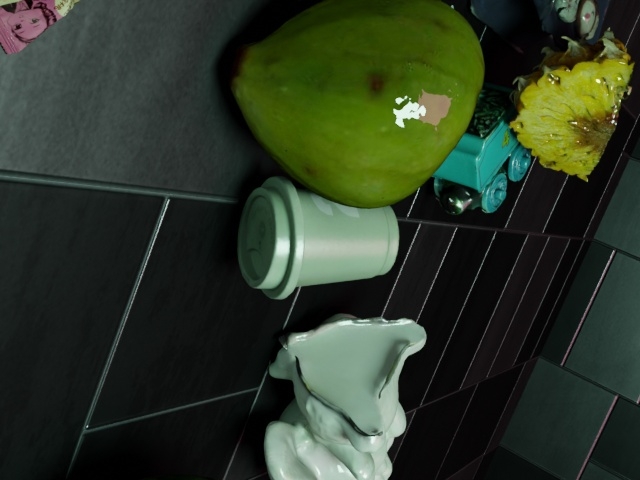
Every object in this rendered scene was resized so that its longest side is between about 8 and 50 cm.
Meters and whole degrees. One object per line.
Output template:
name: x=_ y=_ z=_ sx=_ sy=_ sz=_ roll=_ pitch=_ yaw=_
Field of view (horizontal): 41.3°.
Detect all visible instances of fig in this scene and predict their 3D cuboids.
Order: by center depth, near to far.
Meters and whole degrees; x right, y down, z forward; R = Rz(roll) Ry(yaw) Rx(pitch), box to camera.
fig: x=0.027 y=-0.139 z=0.761 sx=0.225 sy=0.203 sz=0.203 roll=15 pitch=103 yaw=-24

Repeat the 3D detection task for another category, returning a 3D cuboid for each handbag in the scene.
handbag: x=0.346 y=-0.420 z=1.146 sx=0.303 sy=0.122 sz=0.329 roll=2 pitch=110 yaw=-62

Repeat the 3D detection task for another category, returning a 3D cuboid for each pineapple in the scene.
pineapple: x=0.327 y=-0.213 z=1.140 sx=0.250 sy=0.140 sz=0.164 roll=77 pitch=22 yaw=-67

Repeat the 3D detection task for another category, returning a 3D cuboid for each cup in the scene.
cup: x=0.000 y=0.000 z=0.841 sx=0.141 sy=0.120 sz=0.120 roll=4 pitch=115 yaw=-25

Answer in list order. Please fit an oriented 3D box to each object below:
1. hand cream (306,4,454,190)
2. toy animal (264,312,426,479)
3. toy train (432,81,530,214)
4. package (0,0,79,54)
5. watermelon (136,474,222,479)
hand cream: x=0.080 y=-0.136 z=0.979 sx=0.331 sy=0.058 sz=0.085 roll=-51 pitch=148 yaw=-23
toy animal: x=0.012 y=0.229 z=1.070 sx=0.249 sy=0.174 sz=0.289 roll=-34 pitch=142 yaw=-65
toy train: x=0.230 y=-0.132 z=1.217 sx=0.198 sy=0.107 sz=0.154 roll=-47 pitch=142 yaw=-30
package: x=-0.173 y=-0.157 z=0.524 sx=0.083 sy=0.029 sz=0.059 roll=-45 pitch=157 yaw=-14
watermelon: x=-0.193 y=0.359 z=0.789 sx=0.331 sy=0.189 sz=0.330 roll=-18 pitch=112 yaw=-52
